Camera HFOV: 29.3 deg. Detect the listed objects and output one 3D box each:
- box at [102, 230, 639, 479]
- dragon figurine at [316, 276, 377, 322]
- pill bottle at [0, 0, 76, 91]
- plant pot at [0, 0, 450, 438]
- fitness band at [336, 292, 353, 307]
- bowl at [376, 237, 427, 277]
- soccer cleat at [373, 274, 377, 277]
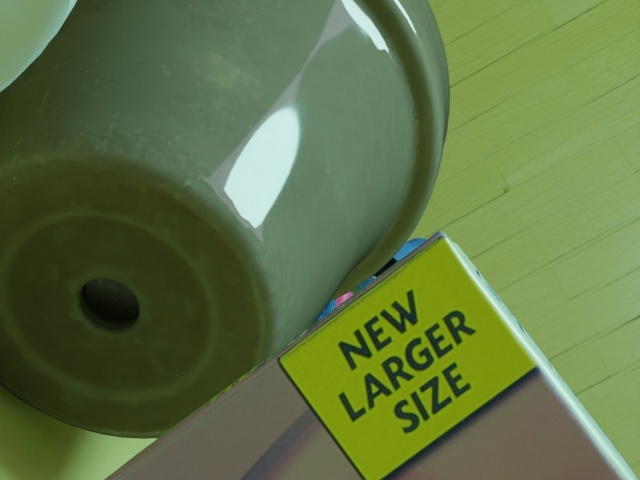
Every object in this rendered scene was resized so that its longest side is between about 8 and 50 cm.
[{"bbox_3d":[0.024,0.156,0.355,0.243,0.213,0.117,54,5,5],"label":"box"},{"bbox_3d":[-0.030,-0.009,0.943,0.085,0.289,0.144,-106,-157,-60],"label":"dragon figurine"},{"bbox_3d":[-0.205,-0.185,0.363,0.318,0.176,0.176,62,6,19],"label":"pill bottle"},{"bbox_3d":[-0.074,-0.033,0.604,0.263,0.263,0.229,58,24,-22],"label":"plant pot"},{"bbox_3d":[-0.021,-0.002,1.249,0.291,0.054,0.209,53,40,-60],"label":"fitness band"},{"bbox_3d":[0.161,0.178,1.642,0.391,0.077,0.391,160,-90,-75],"label":"bowl"},{"bbox_3d":[0.000,0.000,1.577,0.331,0.116,0.143,60,-1,-13],"label":"soccer cleat"}]
